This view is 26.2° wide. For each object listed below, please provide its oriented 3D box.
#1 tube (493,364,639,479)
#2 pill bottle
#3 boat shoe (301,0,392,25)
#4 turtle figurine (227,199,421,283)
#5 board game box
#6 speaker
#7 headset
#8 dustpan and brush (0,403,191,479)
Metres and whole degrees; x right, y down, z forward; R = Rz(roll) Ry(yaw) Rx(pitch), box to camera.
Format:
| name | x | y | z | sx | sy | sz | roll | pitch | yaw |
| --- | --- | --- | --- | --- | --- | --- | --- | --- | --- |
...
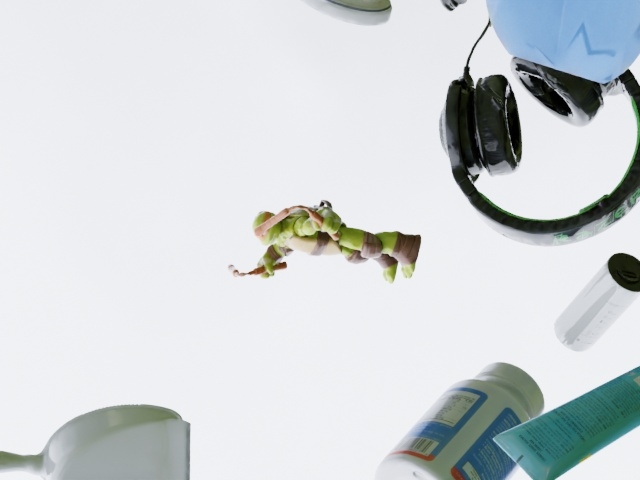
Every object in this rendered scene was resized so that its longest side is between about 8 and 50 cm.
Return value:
| name | x | y | z | sx | sy | sz | roll | pitch | yaw |
| --- | --- | --- | --- | --- | --- | --- | --- | --- | --- |
| tube | 0.282 | 0.180 | 1.396 | 0.207 | 0.052 | 0.080 | -24 | -144 | -20 |
| pill bottle | 0.168 | 0.237 | 1.576 | 0.124 | 0.124 | 0.221 | 50 | -131 | 1 |
| boat shoe | -0.004 | -0.399 | 1.951 | 0.267 | 0.088 | 0.096 | 39 | -137 | 24 |
| turtle figurine | 0.000 | 0.000 | 1.697 | 0.217 | 0.269 | 0.087 | 12 | -113 | -18 |
| board game box | 0.233 | -0.224 | 1.267 | 0.168 | 0.133 | 0.033 | 22 | -143 | 29 |
| speaker | 0.323 | 0.072 | 1.582 | 0.055 | 0.136 | 0.055 | 11 | -128 | -15 |
| headset | 0.237 | -0.182 | 1.653 | 0.394 | 0.243 | 0.185 | 62 | -173 | 30 |
| dustpan and brush | -0.226 | 0.210 | 1.254 | 0.211 | 0.147 | 0.060 | -1 | -154 | -9 |
